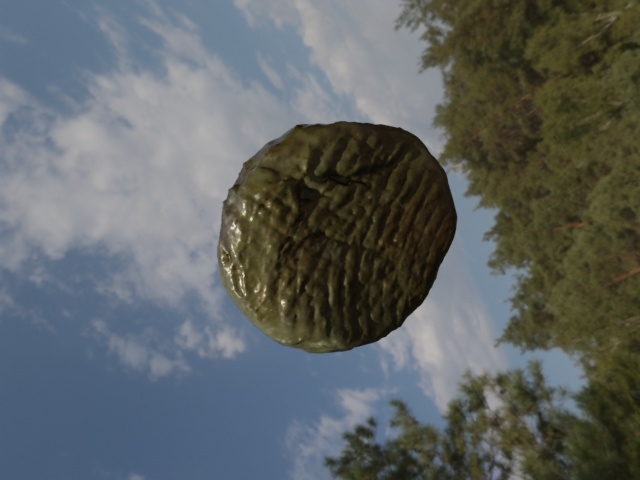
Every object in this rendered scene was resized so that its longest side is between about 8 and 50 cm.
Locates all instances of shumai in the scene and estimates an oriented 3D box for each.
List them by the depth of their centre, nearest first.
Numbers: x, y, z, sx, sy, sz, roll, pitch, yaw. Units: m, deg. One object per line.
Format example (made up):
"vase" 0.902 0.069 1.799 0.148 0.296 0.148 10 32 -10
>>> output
"shumai" 0.000 0.000 0.558 0.271 0.203 0.222 -14 -91 -29
